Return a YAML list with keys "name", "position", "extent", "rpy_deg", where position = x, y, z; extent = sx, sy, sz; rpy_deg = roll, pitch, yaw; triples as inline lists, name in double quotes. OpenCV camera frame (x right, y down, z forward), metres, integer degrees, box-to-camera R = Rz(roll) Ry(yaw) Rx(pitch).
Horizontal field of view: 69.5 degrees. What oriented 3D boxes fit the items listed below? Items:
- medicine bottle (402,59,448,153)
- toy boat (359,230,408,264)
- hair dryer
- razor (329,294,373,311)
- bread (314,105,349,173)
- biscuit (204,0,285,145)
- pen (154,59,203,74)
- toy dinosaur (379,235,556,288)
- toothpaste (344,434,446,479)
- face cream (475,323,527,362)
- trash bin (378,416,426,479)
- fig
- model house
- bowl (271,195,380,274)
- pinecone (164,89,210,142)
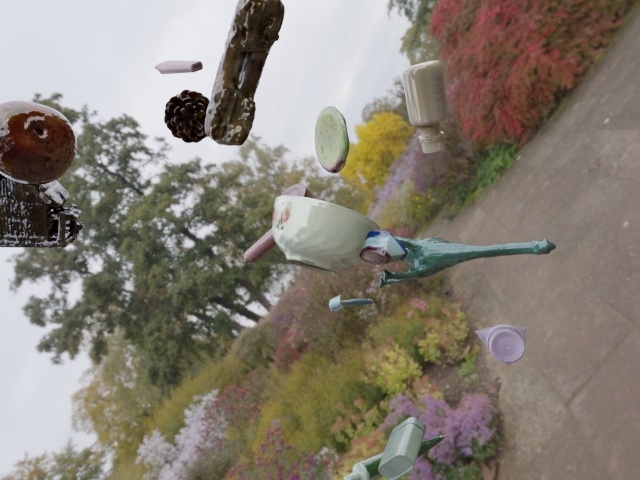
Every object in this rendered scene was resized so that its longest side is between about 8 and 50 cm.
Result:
- name: "medicine bottle"
  position: [0.311, -0.382, 1.338]
  extent: [0.114, 0.114, 0.252]
  rpy_deg: [-54, -47, -61]
- name: "toy boat"
  position: [0.115, 0.019, 0.918]
  extent: [0.046, 0.080, 0.229]
  rpy_deg: [-46, 4, -8]
- name: "hair dryer"
  position: [-0.135, -0.022, 1.696]
  extent: [0.352, 0.210, 0.125]
  rpy_deg: [-40, 39, 1]
- name: "razor"
  position: [0.100, 0.187, 1.376]
  extent: [0.068, 0.135, 0.040]
  rpy_deg: [-35, 58, 56]
- name: "bread"
  position: [0.031, -0.337, 1.552]
  extent: [0.034, 0.228, 0.228]
  rpy_deg: [-11, -30, -25]
- name: "biscuit"
  position: [-0.192, -0.418, 1.133]
  extent: [0.268, 0.115, 0.366]
  rpy_deg: [-112, 42, -62]
- name: "pen"
  position: [-0.410, -0.488, 1.301]
  extent: [0.053, 0.197, 0.032]
  rpy_deg: [-41, -47, -37]
- name: "toy dinosaur"
  position: [0.293, 0.034, 1.041]
  extent: [0.383, 0.331, 0.129]
  rpy_deg: [17, -112, -84]
- name: "toothpaste"
  position: [0.227, 0.655, 1.390]
  extent: [0.392, 0.061, 0.098]
  rpy_deg: [-3, -34, -37]
- name: "face cream"
  position: [0.534, 0.282, 1.341]
  extent: [0.274, 0.154, 0.096]
  rpy_deg: [4, -104, -73]
- name: "trash bin"
  position: [0.215, 0.546, 1.209]
  extent: [0.116, 0.059, 0.130]
  rpy_deg: [-56, -6, 34]
- name: "fig"
  position: [-0.669, -0.220, 1.051]
  extent: [0.205, 0.205, 0.205]
  rpy_deg: [-60, -4, -6]
- name: "model house"
  position: [-0.882, -0.139, 1.432]
  extent: [0.317, 0.297, 0.282]
  rpy_deg: [-125, 32, -74]
- name: "bowl"
  position: [0.000, 0.000, 1.145]
  extent: [0.277, 0.277, 0.145]
  rpy_deg: [101, -173, -79]
- name: "pinecone"
  position: [-0.495, -0.469, 1.756]
  extent: [0.207, 0.208, 0.208]
  rpy_deg: [-60, -4, -6]
